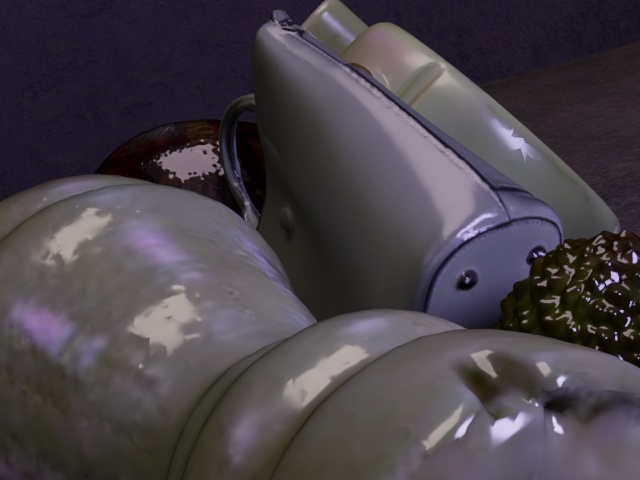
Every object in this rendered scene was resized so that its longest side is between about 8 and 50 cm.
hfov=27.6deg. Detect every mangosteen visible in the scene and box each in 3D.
[{"bbox_3d":[-0.089,0.043,1.017,0.231,0.231,0.289,-9,53,20],"label":"mangosteen"}]

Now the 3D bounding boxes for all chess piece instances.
[{"bbox_3d":[-0.036,0.096,0.607,0.234,0.234,0.442,-19,16,-28],"label":"chess piece"}]

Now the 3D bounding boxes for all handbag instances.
[{"bbox_3d":[0.000,0.000,0.806,0.109,0.241,0.315,-17,38,-34],"label":"handbag"}]

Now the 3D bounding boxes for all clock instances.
[{"bbox_3d":[0.100,-0.047,0.979,0.117,0.286,0.348,-49,17,5],"label":"clock"}]

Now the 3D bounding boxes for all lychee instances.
[{"bbox_3d":[0.148,0.074,0.623,0.171,0.171,0.171,-13,12,3],"label":"lychee"}]
